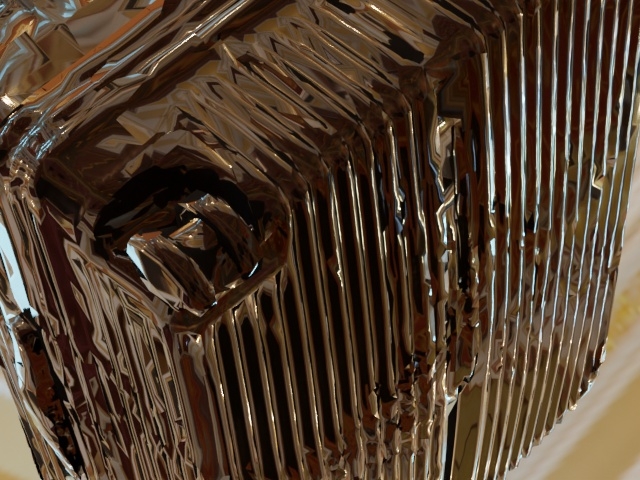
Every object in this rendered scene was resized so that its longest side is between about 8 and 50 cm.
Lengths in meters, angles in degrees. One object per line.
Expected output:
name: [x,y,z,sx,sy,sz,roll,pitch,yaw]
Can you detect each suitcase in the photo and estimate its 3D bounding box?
suitcase: [0.000,0.000,0.662,0.229,0.152,0.335,-40,-28,-22]
